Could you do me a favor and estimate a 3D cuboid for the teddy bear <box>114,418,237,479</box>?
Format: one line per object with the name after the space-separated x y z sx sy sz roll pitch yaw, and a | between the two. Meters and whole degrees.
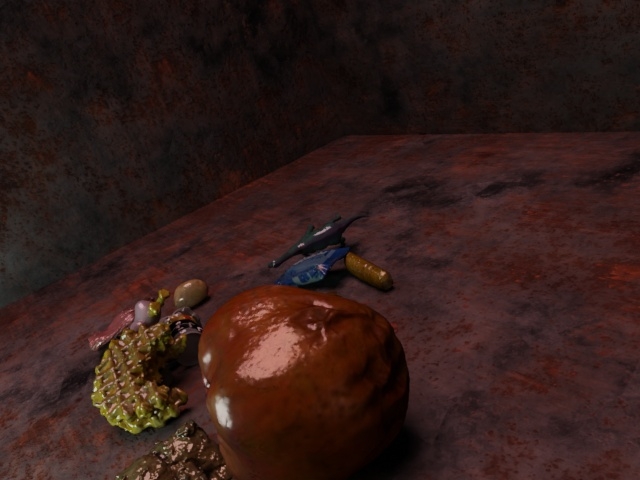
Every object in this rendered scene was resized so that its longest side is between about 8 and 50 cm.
-0.345 0.534 1.337 0.267 0.156 0.256 3 33 46 | teddy bear

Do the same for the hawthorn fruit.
-0.034 0.301 1.270 0.472 0.471 0.472 -17 21 7 | hawthorn fruit

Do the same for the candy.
-0.051 0.110 2.195 0.331 0.077 0.187 -19 17 35 | candy

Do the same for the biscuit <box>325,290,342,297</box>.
-0.065 0.297 1.688 0.366 0.115 0.268 -30 27 -6 | biscuit

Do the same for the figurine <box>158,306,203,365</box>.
-0.473 0.326 1.990 0.176 0.133 0.236 -28 26 -14 | figurine

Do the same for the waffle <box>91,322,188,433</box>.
-0.520 0.401 1.721 0.261 0.151 0.324 -20 40 4 | waffle

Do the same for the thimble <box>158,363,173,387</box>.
-0.522 0.438 1.850 0.110 0.062 0.084 -33 26 -31 | thimble

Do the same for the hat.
-0.744 0.323 2.263 0.286 0.107 0.237 -36 13 -7 | hat

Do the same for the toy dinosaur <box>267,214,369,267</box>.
0.000 0.000 2.281 0.384 0.129 0.331 -25 5 12 | toy dinosaur

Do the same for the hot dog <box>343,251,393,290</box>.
0.159 0.107 2.047 0.068 0.083 0.289 -44 25 -8 | hot dog

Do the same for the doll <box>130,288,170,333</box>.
-0.601 0.313 1.938 0.365 0.094 0.160 -61 5 27 | doll

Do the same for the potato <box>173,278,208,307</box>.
-0.516 0.213 2.344 0.147 0.112 0.112 -23 21 -17 | potato
